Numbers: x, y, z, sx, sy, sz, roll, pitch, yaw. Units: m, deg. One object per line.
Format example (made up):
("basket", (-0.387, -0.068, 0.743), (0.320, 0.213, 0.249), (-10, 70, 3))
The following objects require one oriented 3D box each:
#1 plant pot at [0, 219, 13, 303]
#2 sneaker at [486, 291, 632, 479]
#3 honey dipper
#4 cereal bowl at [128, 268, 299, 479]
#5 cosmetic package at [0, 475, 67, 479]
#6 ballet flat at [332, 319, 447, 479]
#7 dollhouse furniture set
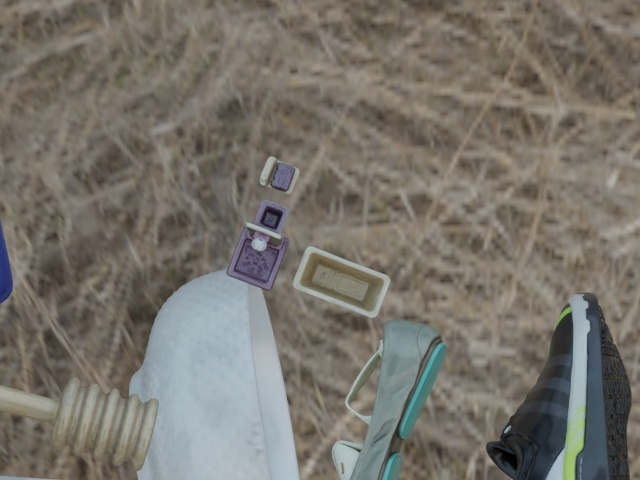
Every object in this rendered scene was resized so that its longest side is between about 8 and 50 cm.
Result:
("plant pot", (-0.363, -0.024, 1.216), (0.236, 0.212, 0.236), (-6, 106, 16))
("sneaker", (0.160, 0.122, 1.305), (0.097, 0.084, 0.234), (-14, 31, 18))
("honey dipper", (-0.144, 0.056, 0.735), (0.161, 0.030, 0.030), (16, 68, -5))
("cereal bowl", (-0.108, 0.201, 1.883), (0.141, 0.339, 0.339), (-10, 66, 2))
("cosmetic package", (-0.105, 0.273, 0.564), (0.155, 0.365, 0.197), (-5, 25, 41))
("ballet flat", (0.047, 0.171, 1.623), (0.068, 0.072, 0.213), (18, 83, 15))
("dollhouse furniture set", (0.000, 0.000, 1.320), (0.114, 0.081, 0.091), (21, 86, 1))
